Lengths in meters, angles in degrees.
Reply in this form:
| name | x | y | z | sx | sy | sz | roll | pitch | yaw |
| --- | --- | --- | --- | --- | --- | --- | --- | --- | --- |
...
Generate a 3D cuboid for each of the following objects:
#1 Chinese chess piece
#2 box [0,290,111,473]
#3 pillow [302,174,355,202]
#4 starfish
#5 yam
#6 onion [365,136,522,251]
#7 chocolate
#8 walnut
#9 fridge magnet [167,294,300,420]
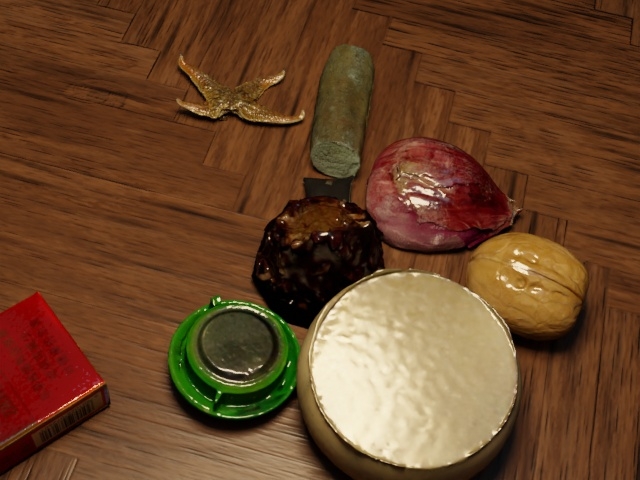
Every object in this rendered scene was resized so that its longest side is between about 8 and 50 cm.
| name | x | y | z | sx | sy | sz | roll | pitch | yaw |
| --- | --- | --- | --- | --- | --- | --- | --- | --- | --- |
| Chinese chess piece | 0.132 | 0.207 | 1.471 | 0.338 | 0.140 | 0.338 | 2 | 64 | -3 |
| box | -0.496 | 0.238 | 1.441 | 0.313 | 0.089 | 0.197 | -31 | 65 | -25 |
| pillow | 0.015 | -0.052 | 1.717 | 0.090 | 0.048 | 0.150 | 6 | 55 | -11 |
| starfish | -0.153 | -0.277 | 1.862 | 0.247 | 0.050 | 0.138 | 8 | 54 | -8 |
| yam | 0.040 | -0.242 | 1.820 | 0.106 | 0.106 | 0.259 | 9 | 54 | 1 |
| onion | 0.222 | -0.091 | 1.722 | 0.283 | 0.120 | 0.227 | 8 | 60 | 0 |
| chocolate | 0.000 | 0.000 | 1.570 | 0.224 | 0.177 | 0.206 | -29 | 72 | -13 |
| walnut | 0.334 | 0.071 | 1.596 | 0.197 | 0.165 | 0.165 | 30 | 57 | 6 |
| fridge magnet | -0.131 | 0.179 | 1.516 | 0.208 | 0.088 | 0.208 | 6 | 54 | -8 |
